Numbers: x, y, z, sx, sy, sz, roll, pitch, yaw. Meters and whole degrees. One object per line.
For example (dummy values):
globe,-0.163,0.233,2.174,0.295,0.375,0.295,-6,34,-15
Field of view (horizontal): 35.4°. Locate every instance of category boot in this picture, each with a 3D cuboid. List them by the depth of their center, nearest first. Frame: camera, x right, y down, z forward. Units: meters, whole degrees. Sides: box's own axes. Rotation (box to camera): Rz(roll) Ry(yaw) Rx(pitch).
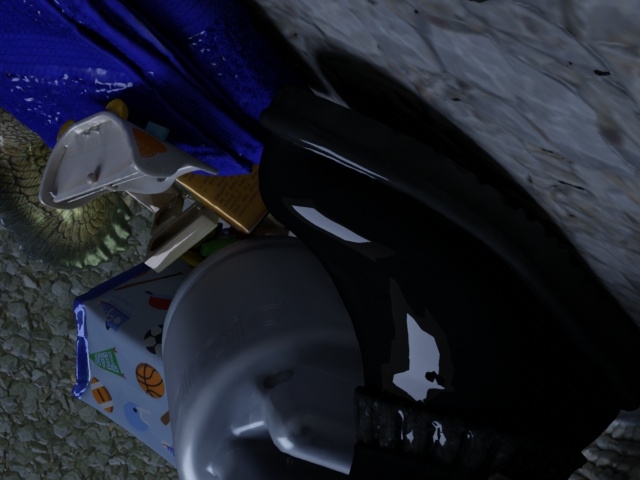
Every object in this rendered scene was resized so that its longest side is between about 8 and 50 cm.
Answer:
boot,0.040,0.103,0.574,0.348,0.260,0.131,39,173,-31

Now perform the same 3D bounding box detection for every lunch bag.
lunch bag,-0.107,0.156,1.443,0.328,0.385,0.238,30,129,22

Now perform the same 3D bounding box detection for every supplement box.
supplement box,-0.133,-0.099,0.869,0.233,0.080,0.078,34,176,-2

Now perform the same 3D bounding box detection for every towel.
towel,-0.164,-0.128,0.521,0.228,0.076,0.308,5,157,31

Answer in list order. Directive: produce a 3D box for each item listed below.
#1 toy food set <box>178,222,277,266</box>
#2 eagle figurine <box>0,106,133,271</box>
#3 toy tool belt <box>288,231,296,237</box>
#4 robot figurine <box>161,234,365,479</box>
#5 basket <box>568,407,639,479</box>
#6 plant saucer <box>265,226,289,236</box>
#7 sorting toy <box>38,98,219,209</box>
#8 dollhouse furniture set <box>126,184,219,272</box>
toy food set,-0.108,-0.002,1.416,0.218,0.071,0.128,14,-158,-24
eagle figurine,-0.272,-0.114,1.065,0.298,0.225,0.226,49,161,-13
toy tool belt,0.000,0.000,1.059,0.051,0.052,0.083,5,-172,-19
robot figurine,-0.027,0.116,0.833,0.200,0.300,0.353,27,-169,-19
basket,0.286,0.301,0.725,0.328,0.266,0.331,34,175,8
plant saucer,0.054,0.062,1.222,0.278,0.041,0.278,36,174,4
sorting toy,-0.098,-0.041,0.550,0.083,0.044,0.075,-14,161,39
dollhouse furniture set,-0.218,-0.062,1.301,0.123,0.144,0.151,40,-151,-26
